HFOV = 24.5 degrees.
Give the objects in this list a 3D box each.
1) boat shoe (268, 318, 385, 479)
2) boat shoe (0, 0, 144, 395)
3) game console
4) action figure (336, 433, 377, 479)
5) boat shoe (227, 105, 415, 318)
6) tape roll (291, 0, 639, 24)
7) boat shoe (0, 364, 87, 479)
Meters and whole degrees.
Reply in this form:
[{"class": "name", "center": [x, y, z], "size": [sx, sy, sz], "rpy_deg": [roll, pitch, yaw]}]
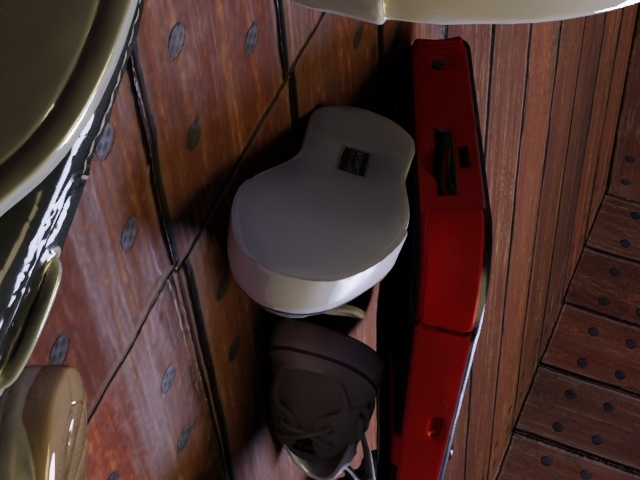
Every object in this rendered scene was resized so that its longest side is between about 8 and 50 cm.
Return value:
[{"class": "boat shoe", "center": [0.003, 0.139, 1.209], "size": [0.258, 0.095, 0.084], "rpy_deg": [69, 37, -65]}, {"class": "boat shoe", "center": [-0.145, -0.002, 0.523], "size": [0.303, 0.114, 0.091], "rpy_deg": [-58, 162, -6]}, {"class": "game console", "center": [0.086, 0.046, 1.224], "size": [0.386, 0.060, 0.342], "rpy_deg": [-86, 180, -56]}, {"class": "action figure", "center": [0.048, 0.322, 1.492], "size": [0.164, 0.141, 0.276], "rpy_deg": [-40, 148, -43]}, {"class": "boat shoe", "center": [-0.004, -0.001, 1.006], "size": [0.306, 0.113, 0.105], "rpy_deg": [-76, -177, -67]}, {"class": "tape roll", "center": [0.047, -0.203, 0.626], "size": [0.286, 0.286, 0.100], "rpy_deg": [-55, 158, -47]}, {"class": "boat shoe", "center": [-0.166, 0.184, 0.673], "size": [0.103, 0.092, 0.285], "rpy_deg": [-67, 167, -70]}]
